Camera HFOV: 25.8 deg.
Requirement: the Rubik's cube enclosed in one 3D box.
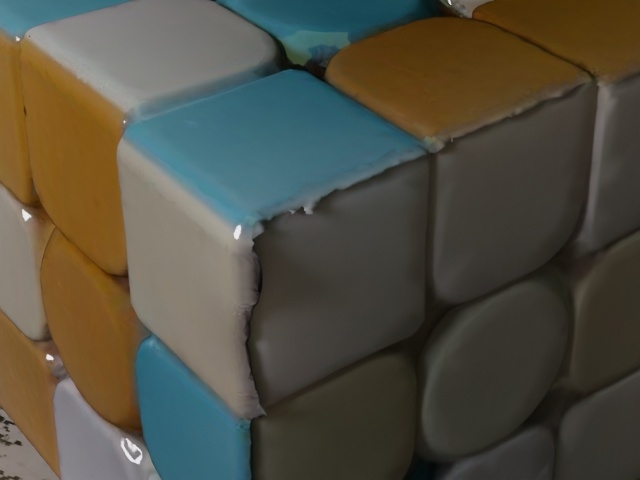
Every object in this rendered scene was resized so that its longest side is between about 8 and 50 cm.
[{"bbox_3d":[0.000,0.000,0.875,0.346,0.347,0.344,-21,41,-30],"label":"Rubik's cube"}]
